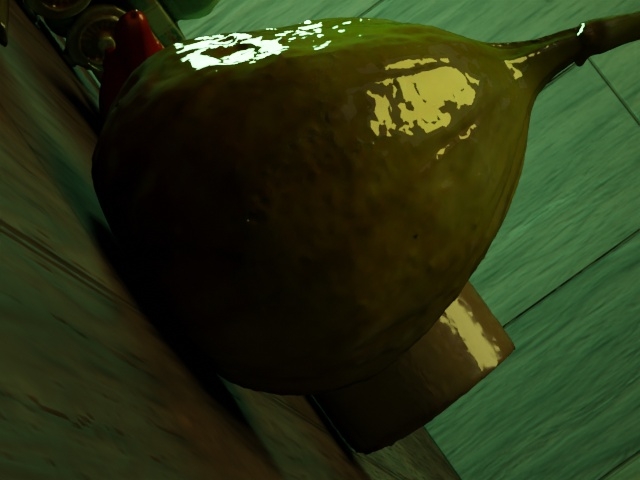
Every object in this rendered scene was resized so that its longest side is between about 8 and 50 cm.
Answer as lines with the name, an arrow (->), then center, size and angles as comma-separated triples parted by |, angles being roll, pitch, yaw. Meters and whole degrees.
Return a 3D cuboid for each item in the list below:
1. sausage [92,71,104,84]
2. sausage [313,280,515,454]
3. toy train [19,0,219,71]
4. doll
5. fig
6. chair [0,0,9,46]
sausage -> -0.154, -0.135, 1.255 | 0.116, 0.026, 0.026 | 55, 1, -13
sausage -> 0.000, 0.000, 1.189 | 0.253, 0.123, 0.123 | 54, 1, 2
toy train -> -0.131, -0.183, 1.123 | 0.194, 0.125, 0.081 | 53, 5, -41
doll -> -0.097, -0.072, 1.062 | 0.169, 0.057, 0.109 | -170, -120, -73
fig -> 0.038, -0.040, 0.791 | 0.159, 0.257, 0.159 | 58, -13, 22
chair -> -0.143, -0.155, 0.820 | 0.221, 0.104, 0.095 | -111, -168, -68
